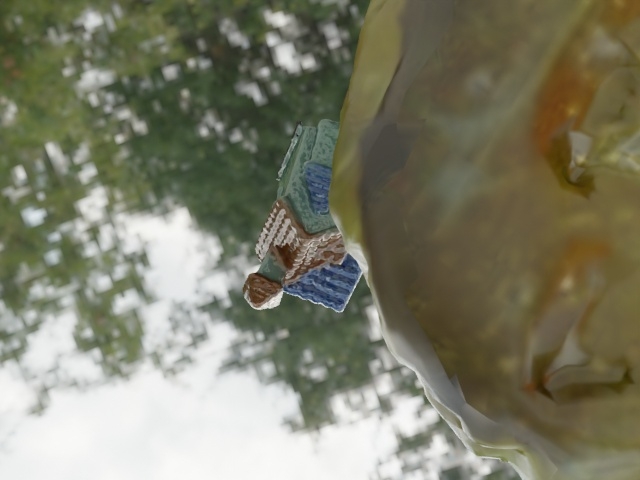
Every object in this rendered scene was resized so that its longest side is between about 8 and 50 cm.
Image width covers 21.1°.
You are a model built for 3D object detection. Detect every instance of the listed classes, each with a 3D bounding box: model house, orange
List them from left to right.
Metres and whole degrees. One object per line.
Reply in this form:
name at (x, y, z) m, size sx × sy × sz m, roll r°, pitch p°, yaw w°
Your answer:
model house at (0.000, 0.000, 1.430) m, size 0.148 × 0.119 × 0.149 m, roll 116°, pitch -1°, yaw -60°
orange at (0.182, 0.002, 0.557) m, size 0.271 × 0.368 × 0.210 m, roll -53°, pitch 167°, yaw -8°
